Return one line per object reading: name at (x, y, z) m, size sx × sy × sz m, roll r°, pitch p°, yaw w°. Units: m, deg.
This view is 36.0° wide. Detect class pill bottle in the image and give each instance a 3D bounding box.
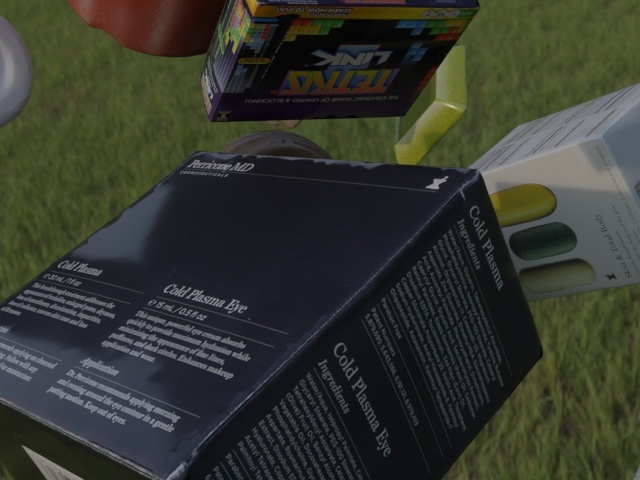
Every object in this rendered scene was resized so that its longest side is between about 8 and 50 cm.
pill bottle at (-0.386, -0.154, 0.973) m, size 0.121 × 0.121 × 0.221 m, roll -26°, pitch 15°, yaw -39°

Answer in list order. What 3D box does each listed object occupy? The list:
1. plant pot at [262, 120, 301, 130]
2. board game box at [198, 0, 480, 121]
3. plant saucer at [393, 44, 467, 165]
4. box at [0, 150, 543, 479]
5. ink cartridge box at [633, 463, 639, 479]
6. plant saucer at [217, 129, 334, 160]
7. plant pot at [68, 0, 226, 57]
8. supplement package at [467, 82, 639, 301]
plant pot at (-0.064, -0.232, 1.538) m, size 0.109 × 0.096 × 0.109 m, roll 31°, pitch -10°, yaw -24°
board game box at (0.009, -0.145, 0.724) m, size 0.170 × 0.141 × 0.048 m, roll -5°, pitch 64°, yaw -22°
plant saucer at (0.186, -0.239, 1.744) m, size 0.045 × 0.188 × 0.188 m, roll 25°, pitch 44°, yaw -19°
box at (-0.067, 0.090, 0.761) m, size 0.343 × 0.179 × 0.312 m, roll 10°, pitch 44°, yaw 47°
ink cartridge box at (0.578, 0.284, 1.223) m, size 0.324 × 0.330 × 0.071 m, roll 20°, pitch 34°, yaw 21°
plant saucer at (-0.060, -0.022, 1.430) m, size 0.278 × 0.277 × 0.041 m, roll -18°, pitch 11°, yaw -27°
plant pot at (-0.126, -0.330, 0.916) m, size 0.272 × 0.265 × 0.272 m, roll 11°, pitch 57°, yaw -17°
supplement package at (0.351, -0.061, 1.294) m, size 0.198 × 0.199 × 0.263 m, roll -38°, pitch 13°, yaw -36°
